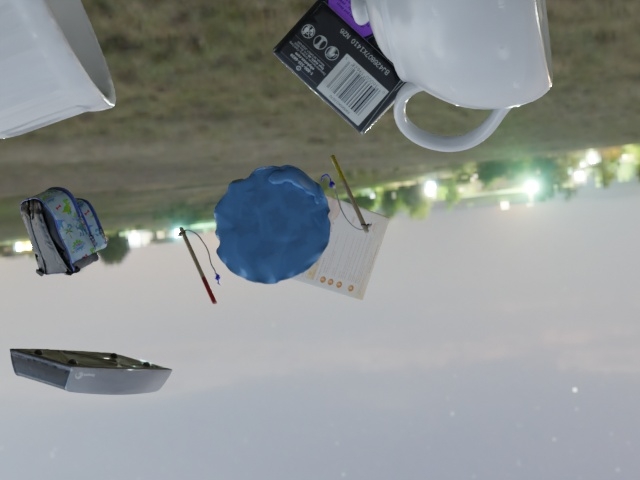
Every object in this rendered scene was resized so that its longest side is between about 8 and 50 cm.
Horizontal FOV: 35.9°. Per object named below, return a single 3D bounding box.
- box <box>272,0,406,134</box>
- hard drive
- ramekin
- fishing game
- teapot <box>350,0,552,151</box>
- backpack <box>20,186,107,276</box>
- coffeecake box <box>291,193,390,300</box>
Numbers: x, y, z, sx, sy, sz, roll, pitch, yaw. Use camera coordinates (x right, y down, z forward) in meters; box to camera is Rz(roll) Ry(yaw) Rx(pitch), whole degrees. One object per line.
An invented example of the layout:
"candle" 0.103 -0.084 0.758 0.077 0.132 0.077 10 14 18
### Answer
"box" 0.051 -0.258 1.372 0.143 0.165 0.270 -46 -177 11
"hard drive" -0.401 0.229 1.734 0.172 0.054 0.254 9 177 31
"ramekin" -0.328 -0.237 0.998 0.135 0.277 0.277 -23 -178 0
"fishing game" -0.072 -0.022 1.461 0.264 0.189 0.041 -29 158 1
"teapot" 0.124 -0.237 0.975 0.187 0.256 0.252 -8 172 17
"backpack" -0.359 -0.017 1.371 0.105 0.114 0.084 -4 -158 46
"coffeecake box" 0.000 0.000 1.563 0.185 0.142 0.068 19 180 -31
